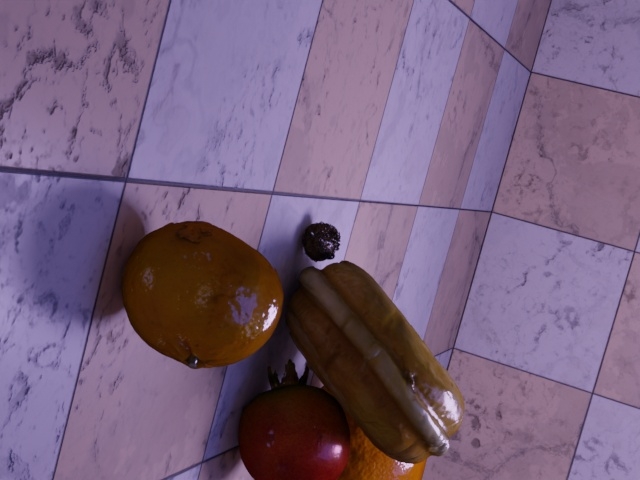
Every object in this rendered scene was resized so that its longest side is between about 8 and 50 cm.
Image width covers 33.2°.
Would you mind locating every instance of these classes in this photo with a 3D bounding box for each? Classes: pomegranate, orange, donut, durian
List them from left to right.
[{"bbox_3d":[-0.161,0.075,1.455,0.193,0.219,0.219,-57,156,-29],"label":"orange"},{"bbox_3d":[-0.049,0.356,2.037,0.221,0.221,0.256,35,44,-70],"label":"pomegranate"},{"bbox_3d":[0.000,0.000,2.066,0.080,0.080,0.091,-66,149,-19],"label":"durian"},{"bbox_3d":[0.082,0.449,2.332,0.312,0.312,0.312,17,90,-71],"label":"orange"},{"bbox_3d":[0.099,0.231,2.058,0.198,0.449,0.449,-38,156,-2],"label":"donut"}]

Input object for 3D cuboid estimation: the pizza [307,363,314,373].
[{"bbox_3d":[-0.004,0.255,2.348,0.099,0.029,0.100,-18,121,-58],"label":"pizza"}]
